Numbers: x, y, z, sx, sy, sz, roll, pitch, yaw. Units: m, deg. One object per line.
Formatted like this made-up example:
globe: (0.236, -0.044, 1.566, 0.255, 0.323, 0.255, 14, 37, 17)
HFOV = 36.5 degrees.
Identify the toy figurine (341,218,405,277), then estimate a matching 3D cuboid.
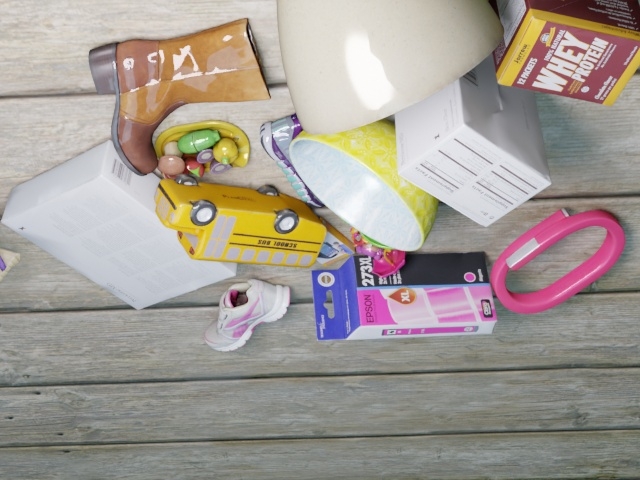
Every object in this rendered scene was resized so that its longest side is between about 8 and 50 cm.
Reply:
toy figurine: (0.114, 0.005, 1.955, 0.173, 0.130, 0.159, 18, 144, 12)

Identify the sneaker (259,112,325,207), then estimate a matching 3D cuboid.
sneaker: (-0.018, -0.146, 1.793, 0.098, 0.083, 0.223, -24, 135, 19)

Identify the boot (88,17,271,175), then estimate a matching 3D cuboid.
boot: (-0.225, -0.240, 1.665, 0.280, 0.096, 0.264, -9, 122, 3)

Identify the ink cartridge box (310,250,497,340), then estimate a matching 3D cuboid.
ink cartridge box: (0.171, 0.114, 2.019, 0.371, 0.175, 0.069, -3, 146, -3)

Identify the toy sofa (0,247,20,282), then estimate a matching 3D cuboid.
toy sofa: (-0.675, -0.072, 1.771, 0.150, 0.177, 0.362, 15, 144, 16)

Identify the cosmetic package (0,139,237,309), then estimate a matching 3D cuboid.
cosmetic package: (-0.388, -0.016, 1.924, 0.284, 0.097, 0.377, -21, 137, 30)

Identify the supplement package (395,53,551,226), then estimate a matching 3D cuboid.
supplement package: (0.241, -0.195, 1.585, 0.204, 0.262, 0.145, 28, 133, -29)

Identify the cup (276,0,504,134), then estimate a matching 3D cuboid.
cup: (0.068, -0.339, 1.404, 0.331, 0.331, 0.237, -19, 113, 22)

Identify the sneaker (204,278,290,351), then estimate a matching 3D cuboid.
sneaker: (-0.185, 0.155, 2.164, 0.111, 0.103, 0.252, 33, 124, -30)

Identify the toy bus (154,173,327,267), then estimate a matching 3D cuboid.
toy bus: (-0.153, -0.032, 1.831, 0.333, 0.108, 0.130, 5, 120, -35)

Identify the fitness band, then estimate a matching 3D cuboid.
fitness band: (0.488, 0.041, 2.005, 0.291, 0.054, 0.209, -36, 134, 15)

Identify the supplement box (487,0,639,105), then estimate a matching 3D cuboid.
supplement box: (0.369, -0.331, 1.469, 0.191, 0.194, 0.129, 9, 141, -11)

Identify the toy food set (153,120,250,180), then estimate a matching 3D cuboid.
toy food set: (-0.239, -0.147, 1.795, 0.218, 0.071, 0.128, -9, 141, 11)

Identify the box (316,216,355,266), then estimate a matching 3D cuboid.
box: (0.000, 0.000, 2.017, 0.081, 0.028, 0.136, -26, 137, 29)

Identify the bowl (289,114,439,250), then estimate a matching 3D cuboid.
bowl: (0.103, -0.132, 1.681, 0.289, 0.156, 0.289, 35, 163, 12)
